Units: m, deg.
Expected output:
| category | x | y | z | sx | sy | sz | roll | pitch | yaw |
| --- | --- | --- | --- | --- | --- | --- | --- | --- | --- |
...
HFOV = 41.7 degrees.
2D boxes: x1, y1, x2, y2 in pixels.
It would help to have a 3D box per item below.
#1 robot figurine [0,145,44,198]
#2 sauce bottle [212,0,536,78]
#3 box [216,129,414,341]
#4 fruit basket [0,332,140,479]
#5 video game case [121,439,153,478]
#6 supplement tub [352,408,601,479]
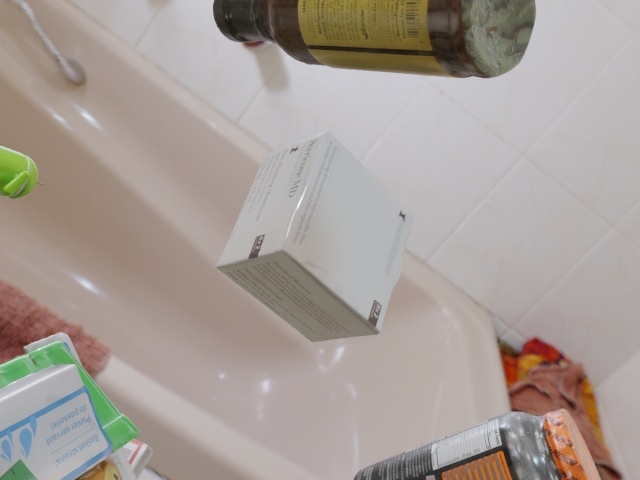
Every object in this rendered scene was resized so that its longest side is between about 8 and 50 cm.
| category | x | y | z | sx | sy | sz | roll | pitch | yaw |
| --- | --- | --- | --- | --- | --- | --- | --- | --- | --- |
| robot figurine | -0.446 | -0.097 | 1.171 | 0.101 | 0.067 | 0.115 | 18 | -2 | 39 |
| sauce bottle | 0.027 | -0.214 | 0.776 | 0.344 | 0.111 | 0.111 | 17 | 2 | 43 |
| box | 0.000 | 0.000 | 1.013 | 0.182 | 0.119 | 0.181 | 42 | 52 | -32 |
| fruit basket | -0.220 | 0.267 | 0.659 | 0.353 | 0.165 | 0.327 | 61 | 24 | 2 |
| video game case | -0.378 | 0.296 | 1.039 | 0.285 | 0.025 | 0.204 | 16 | 57 | 22 |
| supplement tub | 0.231 | 0.381 | 1.232 | 0.207 | 0.338 | 0.207 | 55 | 19 | -31 |
